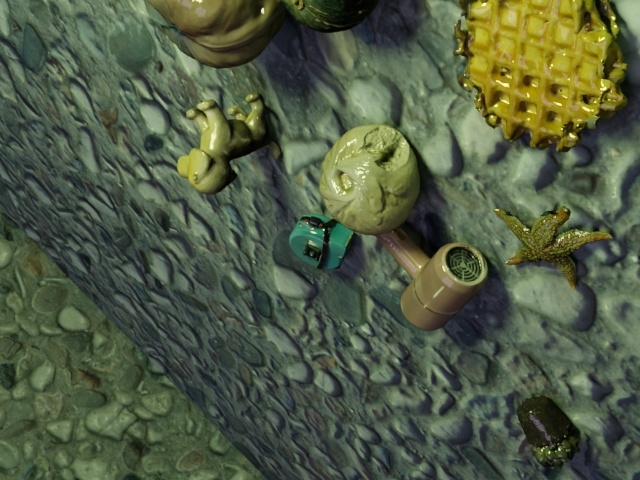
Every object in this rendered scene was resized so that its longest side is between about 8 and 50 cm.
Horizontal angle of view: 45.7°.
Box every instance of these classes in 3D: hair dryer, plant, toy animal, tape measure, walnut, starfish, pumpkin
[{"bbox_3d":[0.149,-0.002,1.432,0.344,0.107,0.189,48,148,12],"label":"hair dryer"},{"bbox_3d":[0.446,0.374,1.483,0.092,0.094,0.143,-28,90,43],"label":"plant"},{"bbox_3d":[-0.192,-0.197,1.507,0.121,0.233,0.168,-15,105,49],"label":"toy animal"},{"bbox_3d":[0.000,0.000,1.612,0.125,0.081,0.146,24,148,5],"label":"tape measure"},{"bbox_3d":[-0.162,-0.409,1.231,0.248,0.248,0.248,31,144,26],"label":"walnut"},{"bbox_3d":[0.371,0.013,1.227,0.176,0.053,0.208,47,156,-16],"label":"starfish"},{"bbox_3d":[0.010,-0.396,1.115,0.190,0.146,0.190,31,146,23],"label":"pumpkin"}]

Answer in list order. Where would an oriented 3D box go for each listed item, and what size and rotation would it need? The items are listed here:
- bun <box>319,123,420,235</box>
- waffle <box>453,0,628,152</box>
[{"bbox_3d":[0.080,-0.105,1.330,0.178,0.128,0.193,47,132,23],"label":"bun"},{"bbox_3d":[0.283,-0.244,1.032,0.280,0.060,0.262,52,148,-6],"label":"waffle"}]
